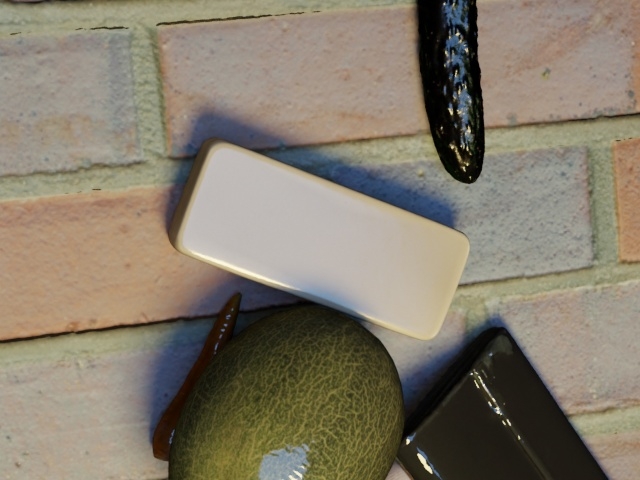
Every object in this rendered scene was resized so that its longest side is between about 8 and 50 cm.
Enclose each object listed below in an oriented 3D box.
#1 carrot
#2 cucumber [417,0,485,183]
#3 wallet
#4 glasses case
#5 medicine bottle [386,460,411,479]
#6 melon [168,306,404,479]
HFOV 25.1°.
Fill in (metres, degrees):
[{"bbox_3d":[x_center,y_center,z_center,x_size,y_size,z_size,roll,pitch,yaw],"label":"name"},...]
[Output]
[{"bbox_3d":[-0.138,0.160,1.682,0.048,0.048,0.216,27,84,-15],"label":"carrot"},{"bbox_3d":[0.155,-0.217,1.694,0.081,0.072,0.303,-3,97,-13],"label":"cucumber"},{"bbox_3d":[0.264,0.326,1.749,0.228,0.062,0.406,-43,106,-30],"label":"wallet"},{"bbox_3d":[0.000,0.000,1.678,0.336,0.076,0.144,22,90,-15],"label":"glasses case"},{"bbox_3d":[0.013,0.373,1.694,0.250,0.133,0.133,-32,102,-9],"label":"medicine bottle"},{"bbox_3d":[-0.038,0.220,1.600,0.237,0.237,0.301,42,62,-14],"label":"melon"}]
